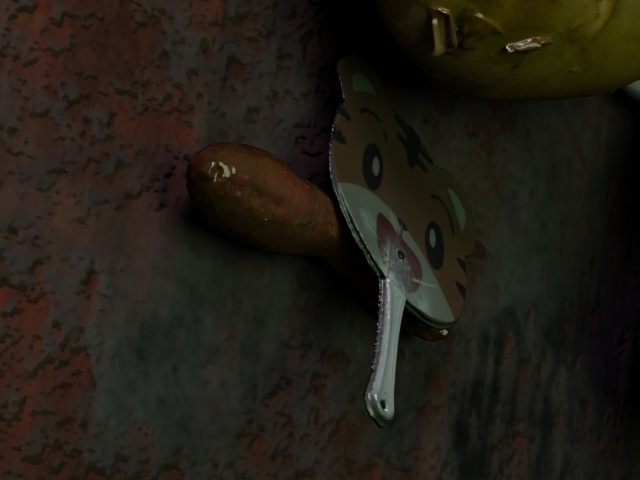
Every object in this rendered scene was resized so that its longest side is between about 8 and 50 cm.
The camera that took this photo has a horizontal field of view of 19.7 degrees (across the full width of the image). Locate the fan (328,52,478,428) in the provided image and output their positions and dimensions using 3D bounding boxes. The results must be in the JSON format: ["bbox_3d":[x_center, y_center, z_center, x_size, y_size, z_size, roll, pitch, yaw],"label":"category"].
[{"bbox_3d":[0.041,0.009,1.002,0.152,0.008,0.227,50,33,-33],"label":"fan"}]

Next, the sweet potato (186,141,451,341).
[{"bbox_3d":[0.000,0.000,0.990,0.214,0.050,0.050,33,61,-43],"label":"sweet potato"}]

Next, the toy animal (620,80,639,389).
[{"bbox_3d":[0.273,-0.021,1.195,0.208,0.154,0.325,-7,66,-24],"label":"toy animal"}]

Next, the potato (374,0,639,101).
[{"bbox_3d":[0.133,-0.164,1.070,0.300,0.140,0.173,-9,115,-41],"label":"potato"}]
